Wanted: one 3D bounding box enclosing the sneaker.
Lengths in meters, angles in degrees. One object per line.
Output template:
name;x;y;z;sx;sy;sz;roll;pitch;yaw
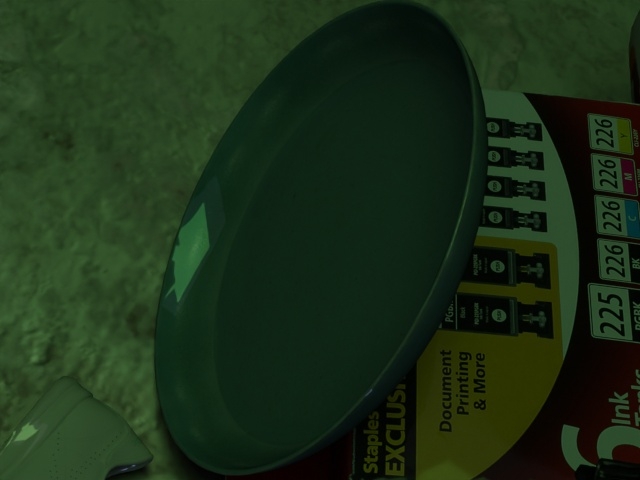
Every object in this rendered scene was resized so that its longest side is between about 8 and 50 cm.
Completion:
sneaker;-0.182;0.183;0.855;0.094;0.080;0.212;36;57;1

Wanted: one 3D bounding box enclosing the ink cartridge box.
ink cartridge box;0.081;0.053;0.942;0.271;0.130;0.309;5;57;-4

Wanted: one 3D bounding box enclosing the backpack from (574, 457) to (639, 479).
backpack;0.241;0.258;0.755;0.276;0.263;0.213;8;61;-3

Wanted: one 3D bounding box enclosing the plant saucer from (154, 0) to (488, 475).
plant saucer;0.000;0.000;0.888;0.043;0.317;0.318;26;50;-31

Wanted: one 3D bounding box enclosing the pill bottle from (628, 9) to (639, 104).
pill bottle;0.336;-0.004;0.954;0.224;0.224;0.392;7;55;-4
